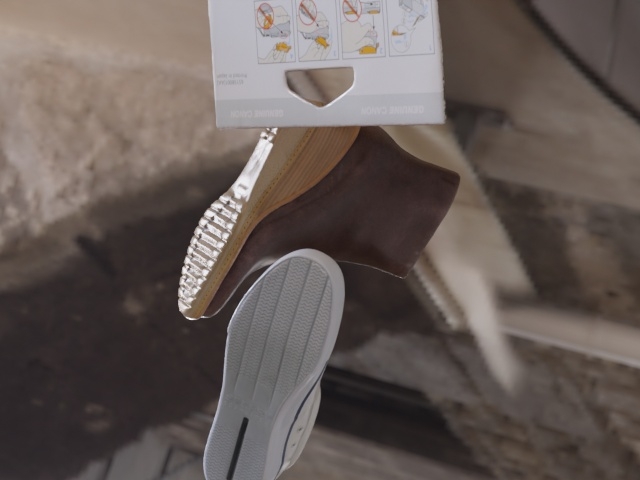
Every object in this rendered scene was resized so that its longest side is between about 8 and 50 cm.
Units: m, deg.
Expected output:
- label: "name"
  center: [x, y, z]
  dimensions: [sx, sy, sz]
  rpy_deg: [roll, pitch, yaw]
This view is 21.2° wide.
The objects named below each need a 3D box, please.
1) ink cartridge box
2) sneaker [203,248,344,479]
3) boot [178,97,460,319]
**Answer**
- label: "ink cartridge box"
  center: [0.012, -0.213, 1.373]
  dimensions: [0.060, 0.275, 0.239]
  rpy_deg: [-12, -79, -42]
- label: "sneaker"
  center: [-0.037, 0.112, 1.525]
  dimensions: [0.091, 0.094, 0.258]
  rpy_deg: [-34, -29, -59]
- label: "boot"
  center: [0.000, 0.000, 1.635]
  dimensions: [0.206, 0.090, 0.248]
  rpy_deg: [27, -80, -26]
